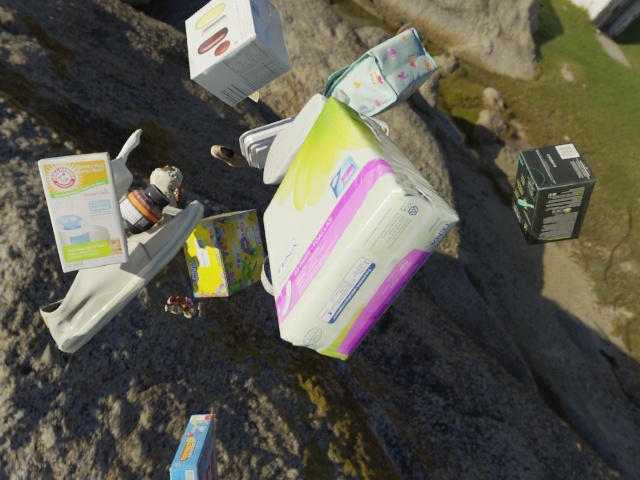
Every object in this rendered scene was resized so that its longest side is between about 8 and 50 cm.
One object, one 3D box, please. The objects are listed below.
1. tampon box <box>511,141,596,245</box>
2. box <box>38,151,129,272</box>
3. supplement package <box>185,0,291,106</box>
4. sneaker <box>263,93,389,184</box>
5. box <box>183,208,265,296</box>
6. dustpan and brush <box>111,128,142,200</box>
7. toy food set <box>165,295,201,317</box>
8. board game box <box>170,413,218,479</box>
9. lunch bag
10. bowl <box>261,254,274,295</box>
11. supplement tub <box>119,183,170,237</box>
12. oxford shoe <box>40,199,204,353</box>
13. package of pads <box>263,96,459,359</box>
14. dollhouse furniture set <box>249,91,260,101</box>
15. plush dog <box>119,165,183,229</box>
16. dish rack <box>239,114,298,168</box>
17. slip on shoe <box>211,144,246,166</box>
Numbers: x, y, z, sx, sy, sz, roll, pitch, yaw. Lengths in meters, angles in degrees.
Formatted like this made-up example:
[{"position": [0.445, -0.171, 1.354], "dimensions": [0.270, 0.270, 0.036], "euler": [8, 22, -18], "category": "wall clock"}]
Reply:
[{"position": [0.457, -0.091, 0.873], "dimensions": [0.101, 0.161, 0.121], "euler": [-9, 48, 10], "category": "tampon box"}, {"position": [-0.438, -0.058, 0.822], "dimensions": [0.114, 0.203, 0.103], "euler": [-10, 16, -22], "category": "box"}, {"position": [-0.208, -0.491, 1.096], "dimensions": [0.149, 0.203, 0.194], "euler": [22, 51, -56], "category": "supplement package"}, {"position": [0.007, -0.158, 0.828], "dimensions": [0.169, 0.292, 0.108], "euler": [11, 76, -25], "category": "sneaker"}, {"position": [-0.374, 0.045, 1.741], "dimensions": [0.279, 0.176, 0.290], "euler": [-24, 106, -61], "category": "box"}, {"position": [-0.444, -0.148, 0.953], "dimensions": [0.060, 0.147, 0.211], "euler": [42, 85, -7], "category": "dustpan and brush"}, {"position": [-0.445, 0.214, 1.417], "dimensions": [0.122, 0.019, 0.078], "euler": [25, 37, -34], "category": "toy food set"}, {"position": [-0.437, 0.838, 1.548], "dimensions": [0.086, 0.309, 0.302], "euler": [-2, 9, -3], "category": "board game box"}, {"position": [0.138, -0.413, 1.167], "dimensions": [0.223, 0.262, 0.160], "euler": [-41, 102, -33], "category": "lunch bag"}, {"position": [-0.144, 0.134, 1.487], "dimensions": [0.170, 0.080, 0.170], "euler": [29, 39, -27], "category": "bowl"}, {"position": [-0.504, -0.063, 1.183], "dimensions": [0.198, 0.106, 0.106], "euler": [-43, 80, -6], "category": "supplement tub"}, {"position": [-0.449, 0.058, 0.998], "dimensions": [0.449, 0.169, 0.130], "euler": [-45, 105, -7], "category": "oxford shoe"}, {"position": [0.021, -0.026, 0.566], "dimensions": [0.101, 0.229, 0.297], "euler": [21, 27, -24], "category": "package of pads"}, {"position": [-0.250, -0.495, 1.390], "dimensions": [0.114, 0.091, 0.081], "euler": [37, 44, 13], "category": "dollhouse furniture set"}, {"position": [-0.535, -0.096, 1.386], "dimensions": [0.262, 0.225, 0.211], "euler": [-24, 96, -13], "category": "plush dog"}, {"position": [-0.141, -0.379, 1.710], "dimensions": [0.332, 0.285, 0.072], "euler": [-20, 82, -9], "category": "dish rack"}, {"position": [-0.288, -0.276, 1.420], "dimensions": [0.135, 0.041, 0.052], "euler": [21, 72, -47], "category": "slip on shoe"}]
